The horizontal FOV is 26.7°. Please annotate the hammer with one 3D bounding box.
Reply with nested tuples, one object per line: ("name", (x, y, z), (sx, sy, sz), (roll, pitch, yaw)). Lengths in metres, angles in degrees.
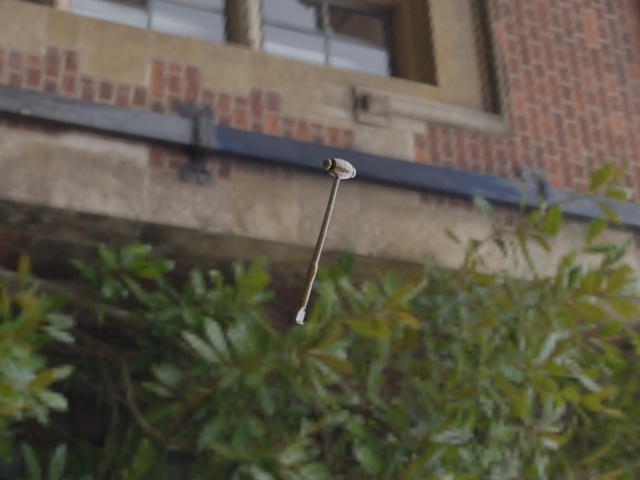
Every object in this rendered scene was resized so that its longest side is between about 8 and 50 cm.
("hammer", (0.000, 0.000, 0.965), (0.014, 0.029, 0.123), (5, -102, 55))
